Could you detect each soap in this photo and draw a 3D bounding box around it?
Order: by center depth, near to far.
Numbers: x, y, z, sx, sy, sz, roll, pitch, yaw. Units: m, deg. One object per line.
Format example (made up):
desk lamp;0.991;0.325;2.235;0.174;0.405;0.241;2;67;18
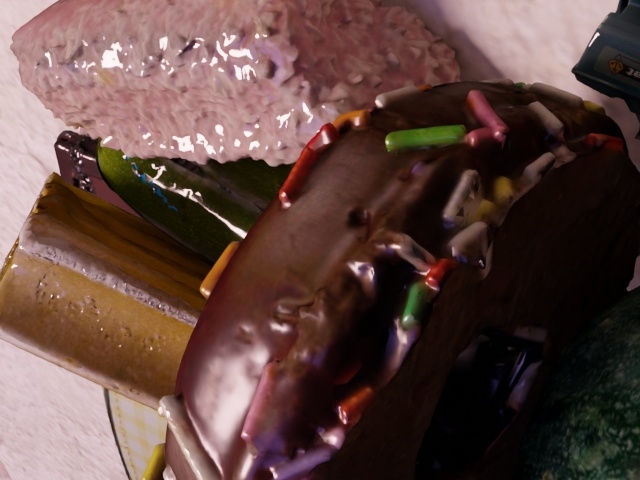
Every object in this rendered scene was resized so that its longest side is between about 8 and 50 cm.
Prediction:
soap;-0.069;0.057;0.690;0.258;0.080;0.160;27;-171;-14

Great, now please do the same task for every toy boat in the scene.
toy boat;0.177;-0.057;0.451;0.141;0.055;0.060;26;134;21

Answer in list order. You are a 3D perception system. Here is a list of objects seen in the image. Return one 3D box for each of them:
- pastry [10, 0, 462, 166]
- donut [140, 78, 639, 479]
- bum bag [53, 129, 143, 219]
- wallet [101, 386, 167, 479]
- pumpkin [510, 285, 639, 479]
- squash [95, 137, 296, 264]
pastry;-0.054;-0.097;0.584;0.265;0.102;0.112;10;151;28
donut;0.037;0.050;0.478;0.103;0.270;0.269;31;144;30
bum bag;-0.119;-0.012;0.805;0.159;0.026;0.109;24;141;15
wallet;-0.028;0.204;0.906;0.310;0.077;0.223;22;136;24
pumpkin;0.194;0.132;0.422;0.263;0.197;0.292;15;110;37
squash;0.000;0.001;0.655;0.332;0.087;0.087;26;141;18
